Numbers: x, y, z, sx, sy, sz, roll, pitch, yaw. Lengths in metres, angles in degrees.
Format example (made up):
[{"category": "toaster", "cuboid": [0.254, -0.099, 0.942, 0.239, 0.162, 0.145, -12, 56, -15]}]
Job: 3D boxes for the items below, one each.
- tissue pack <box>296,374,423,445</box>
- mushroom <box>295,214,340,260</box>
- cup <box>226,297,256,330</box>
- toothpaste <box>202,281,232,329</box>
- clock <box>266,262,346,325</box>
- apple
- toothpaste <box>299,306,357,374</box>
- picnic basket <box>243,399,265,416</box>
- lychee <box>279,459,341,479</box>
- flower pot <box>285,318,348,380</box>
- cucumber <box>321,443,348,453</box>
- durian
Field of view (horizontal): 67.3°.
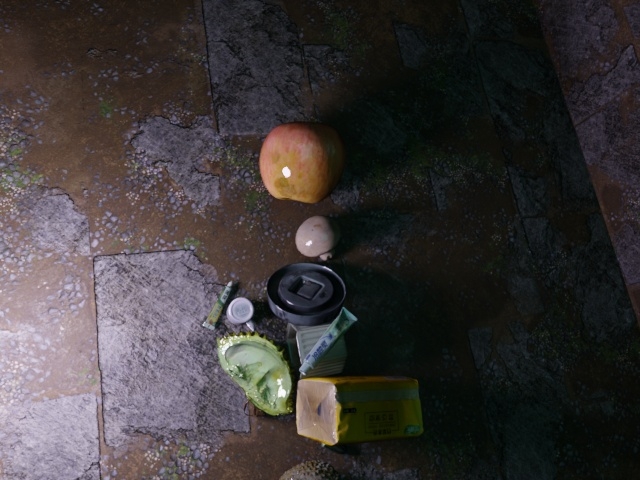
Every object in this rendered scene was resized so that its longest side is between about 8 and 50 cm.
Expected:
[{"category": "tissue pack", "cuboid": [0.139, 0.616, 1.772, 0.381, 0.293, 0.228, 9, 75, -30]}, {"category": "mushroom", "cuboid": [0.000, 0.000, 2.048, 0.204, 0.204, 0.204, 4, 72, -14]}, {"category": "cup", "cuboid": [-0.298, 0.285, 1.886, 0.136, 0.133, 0.099, 24, 72, -7]}, {"category": "toothpaste", "cuboid": [-0.402, 0.257, 1.921, 0.049, 0.031, 0.204, 27, 71, -6]}, {"category": "clock", "cuboid": [-0.057, 0.210, 1.921, 0.318, 0.066, 0.319, 3, 35, -2]}, {"category": "apple", "cuboid": [-0.075, -0.320, 2.022, 0.363, 0.364, 0.364, 4, 72, -14]}, {"category": "toothpaste", "cuboid": [0.026, 0.373, 1.774, 0.075, 0.048, 0.297, 42, 62, 3]}, {"category": "picnic basket", "cuboid": [-0.250, 0.633, 1.825, 0.083, 0.072, 0.072, 11, 71, -22]}, {"category": "lychee", "cuboid": [-0.042, 0.925, 1.716, 0.255, 0.255, 0.274, 41, 36, 0]}, {"category": "flower pot", "cuboid": [-0.020, 0.415, 1.882, 0.189, 0.239, 0.209, -6, 104, -17]}, {"category": "cucumber", "cuboid": [0.058, 0.802, 1.875, 0.105, 0.048, 0.048, 29, 68, -11]}, {"category": "durian", "cuboid": [-0.220, 0.486, 1.807, 0.198, 0.163, 0.394, -32, 86, -43]}]
